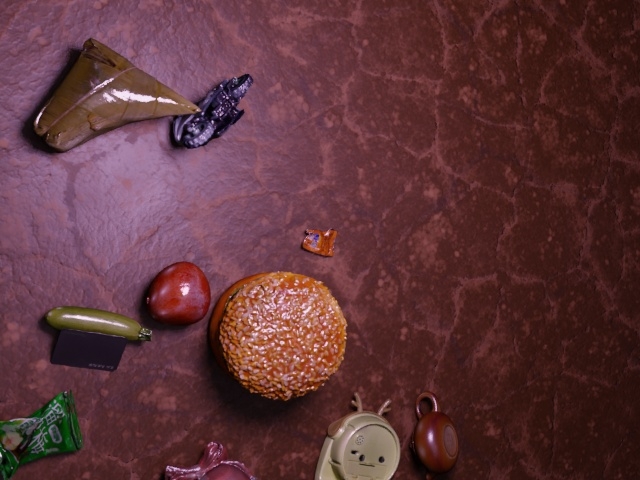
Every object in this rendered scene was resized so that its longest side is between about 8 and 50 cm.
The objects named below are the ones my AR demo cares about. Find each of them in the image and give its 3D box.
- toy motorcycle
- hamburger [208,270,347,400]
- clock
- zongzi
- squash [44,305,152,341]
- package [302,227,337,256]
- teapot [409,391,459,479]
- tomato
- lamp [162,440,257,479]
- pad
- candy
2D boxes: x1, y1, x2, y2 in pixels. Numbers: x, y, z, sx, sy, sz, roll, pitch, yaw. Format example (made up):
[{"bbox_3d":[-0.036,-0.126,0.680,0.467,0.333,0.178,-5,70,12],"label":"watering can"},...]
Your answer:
[{"bbox_3d":[-0.276,-0.319,1.843,0.106,0.159,0.270,51,54,-28],"label":"toy motorcycle"},{"bbox_3d":[-0.108,0.236,1.858,0.330,0.250,0.330,0,90,-27],"label":"hamburger"},{"bbox_3d":[0.120,0.588,2.061,0.235,0.096,0.308,16,82,-25],"label":"clock"},{"bbox_3d":[-0.474,-0.281,1.708,0.300,0.145,0.274,32,79,-6],"label":"zongzi"},{"bbox_3d":[-0.526,0.199,1.752,0.252,0.066,0.066,15,84,-26],"label":"squash"},{"bbox_3d":[0.001,0.001,2.030,0.111,0.033,0.077,12,75,-31],"label":"package"},{"bbox_3d":[0.318,0.572,2.151,0.178,0.135,0.252,18,60,-59],"label":"teapot"},{"bbox_3d":[-0.341,0.133,1.799,0.167,0.167,0.167,0,91,-26],"label":"tomato"},{"bbox_3d":[-0.268,0.638,1.854,0.215,0.151,0.223,-28,59,-29],"label":"lamp"},{"bbox_3d":[-0.548,0.262,1.744,0.157,0.003,0.112,13,119,-26],"label":"pad"},{"bbox_3d":[-0.654,0.444,1.689,0.203,0.078,0.141,-17,109,-37],"label":"candy"}]
